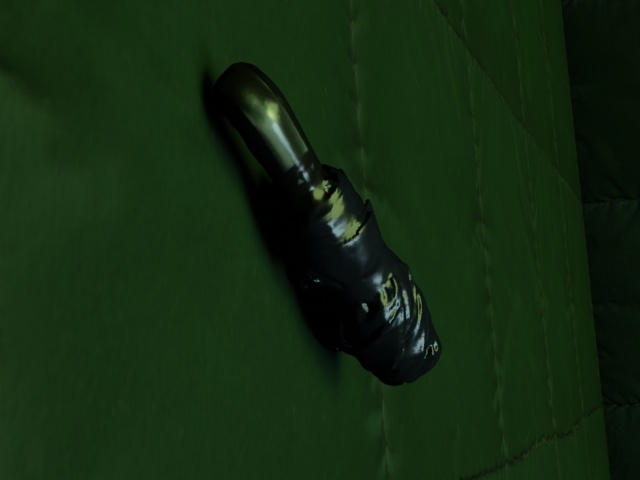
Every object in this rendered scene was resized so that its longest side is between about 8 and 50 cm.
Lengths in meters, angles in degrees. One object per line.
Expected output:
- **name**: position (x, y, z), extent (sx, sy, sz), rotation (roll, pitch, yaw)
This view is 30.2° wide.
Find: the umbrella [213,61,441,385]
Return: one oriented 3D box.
- **umbrella**: position (0.004, 0.004, 0.648), extent (0.248, 0.071, 0.071), rotation (57, 31, -49)
